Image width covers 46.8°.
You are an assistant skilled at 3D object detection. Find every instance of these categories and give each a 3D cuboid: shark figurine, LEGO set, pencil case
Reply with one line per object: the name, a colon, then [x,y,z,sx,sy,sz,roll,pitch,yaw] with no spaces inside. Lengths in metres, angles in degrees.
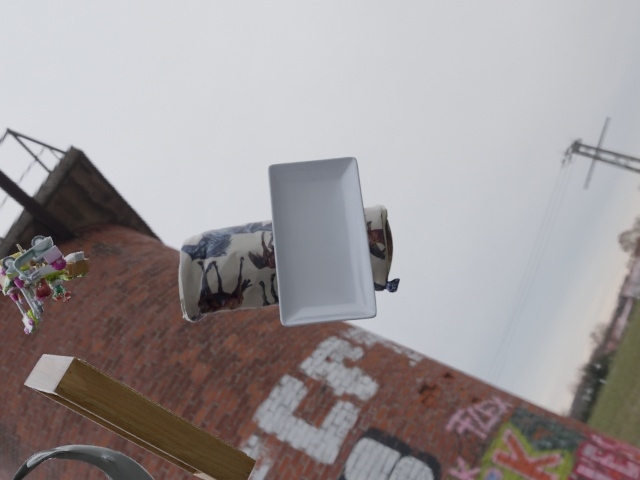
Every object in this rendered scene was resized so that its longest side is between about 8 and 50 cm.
shark figurine: [-0.219,0.312,0.872,0.166,0.116,0.278,-42,-66,-33]
LEGO set: [-0.435,0.079,1.174,0.132,0.107,0.287,-30,-4,-9]
pencil case: [-0.066,0.049,1.373,0.160,0.410,0.183,-103,5,-60]

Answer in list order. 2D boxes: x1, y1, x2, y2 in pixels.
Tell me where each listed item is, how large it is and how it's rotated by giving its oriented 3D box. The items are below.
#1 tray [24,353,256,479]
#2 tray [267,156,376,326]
tray: [-0.338,0.345,1.403,0.411,0.203,0.076,39,-115,-25]
tray: [0.000,0.000,1.144,0.030,0.145,0.270,92,173,-68]
